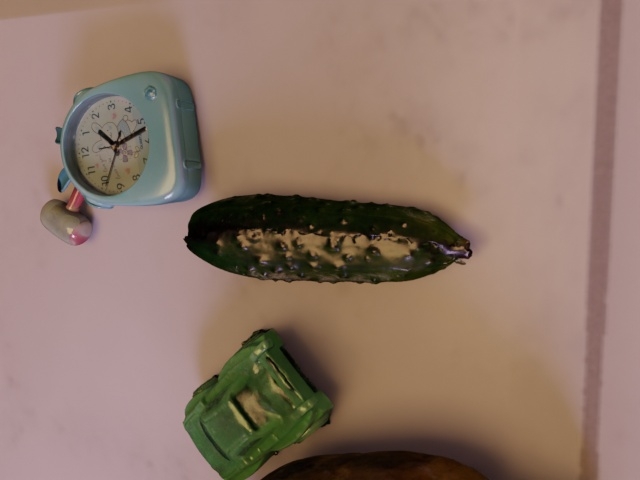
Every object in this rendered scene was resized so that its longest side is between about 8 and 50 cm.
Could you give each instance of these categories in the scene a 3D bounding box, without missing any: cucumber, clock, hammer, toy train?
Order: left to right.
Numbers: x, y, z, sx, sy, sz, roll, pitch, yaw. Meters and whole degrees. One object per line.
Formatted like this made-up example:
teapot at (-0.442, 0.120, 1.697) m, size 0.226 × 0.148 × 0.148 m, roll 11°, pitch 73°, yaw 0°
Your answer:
hammer at (-0.225, -0.039, 0.642) m, size 0.052 × 0.031 × 0.083 m, roll 32°, pitch 105°, yaw 14°
clock at (-0.175, -0.079, 0.594) m, size 0.147 × 0.045 × 0.108 m, roll -6°, pitch 91°, yaw 21°
toy train at (-0.055, 0.134, 0.558) m, size 0.149 × 0.081 × 0.099 m, roll -44°, pitch 80°, yaw 25°
cucumber at (0.000, 0.000, 0.521) m, size 0.227 × 0.069 × 0.069 m, roll 3°, pitch 100°, yaw 21°

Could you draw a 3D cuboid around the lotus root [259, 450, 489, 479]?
lotus root at (0.032, 0.238, 0.498) m, size 0.313 × 0.141 × 0.170 m, roll -9°, pitch 96°, yaw 27°
